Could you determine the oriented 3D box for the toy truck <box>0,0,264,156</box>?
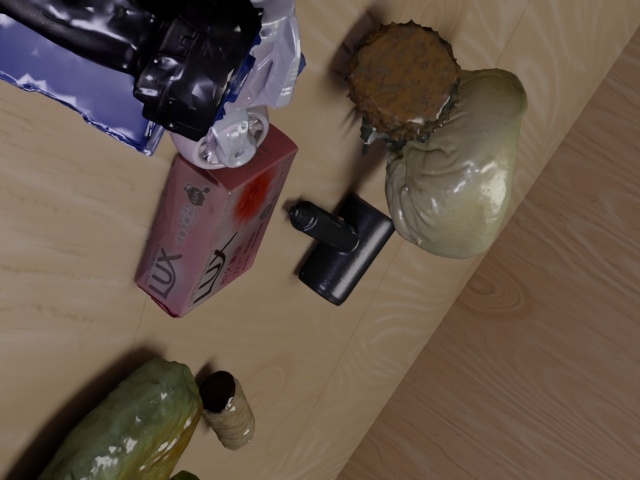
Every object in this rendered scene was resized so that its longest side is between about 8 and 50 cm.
[{"bbox_3d":[-0.082,-0.160,0.581,0.213,0.161,0.177,-61,-176,18],"label":"toy truck"}]

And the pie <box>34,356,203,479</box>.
[{"bbox_3d":[-0.215,0.239,1.149,0.306,0.071,0.306,-51,168,-15],"label":"pie"}]

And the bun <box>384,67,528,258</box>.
[{"bbox_3d":[0.149,-0.096,1.395,0.229,0.145,0.229,-165,-90,-90],"label":"bun"}]

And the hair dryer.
[{"bbox_3d":[0.000,0.000,1.368,0.128,0.070,0.255,-56,159,5],"label":"hair dryer"}]

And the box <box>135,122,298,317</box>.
[{"bbox_3d":[-0.088,-0.021,1.011,0.111,0.060,0.156,-37,156,-48],"label":"box"}]

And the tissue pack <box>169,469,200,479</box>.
[{"bbox_3d":[-0.154,0.405,1.284,0.167,0.200,0.275,-43,-176,14],"label":"tissue pack"}]

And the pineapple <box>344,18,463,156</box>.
[{"bbox_3d":[0.081,-0.144,1.226,0.125,0.125,0.251,-55,176,-1],"label":"pineapple"}]

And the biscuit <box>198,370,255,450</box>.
[{"bbox_3d":[-0.112,0.205,1.435,0.219,0.055,0.061,78,31,-70],"label":"biscuit"}]

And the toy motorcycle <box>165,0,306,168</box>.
[{"bbox_3d":[-0.069,-0.132,0.779,0.112,0.112,0.254,-47,165,-32],"label":"toy motorcycle"}]
